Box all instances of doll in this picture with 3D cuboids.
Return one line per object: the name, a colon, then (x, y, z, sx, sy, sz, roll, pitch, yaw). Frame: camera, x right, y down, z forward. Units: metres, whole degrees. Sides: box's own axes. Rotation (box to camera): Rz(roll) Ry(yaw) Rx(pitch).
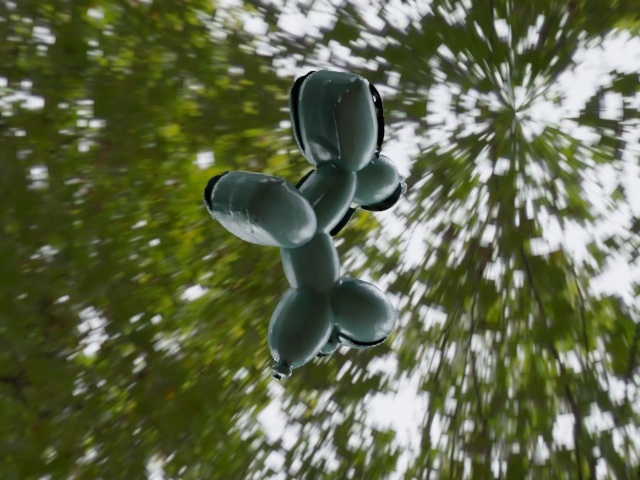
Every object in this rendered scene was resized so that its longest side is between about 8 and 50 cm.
doll: (0.000, 0.000, 1.173, 0.059, 0.158, 0.159, 8, -125, 41)
